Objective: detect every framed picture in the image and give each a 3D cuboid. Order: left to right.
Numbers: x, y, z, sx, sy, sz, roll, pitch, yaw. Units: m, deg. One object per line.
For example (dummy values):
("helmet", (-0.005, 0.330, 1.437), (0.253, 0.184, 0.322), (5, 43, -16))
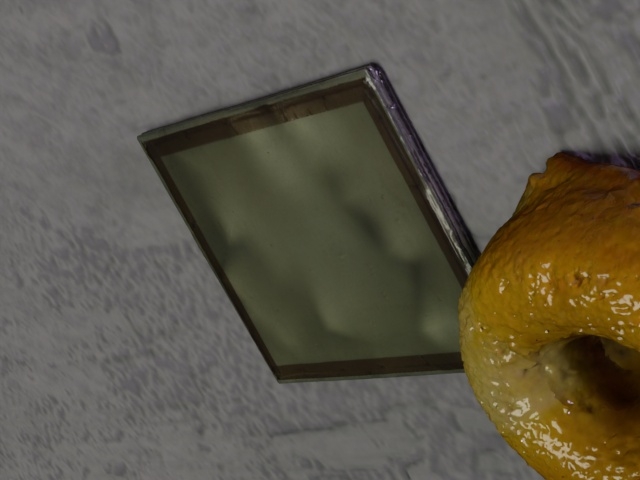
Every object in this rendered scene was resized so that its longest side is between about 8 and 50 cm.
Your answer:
("framed picture", (0.000, 0.000, 1.040), (0.231, 0.010, 0.173), (-8, 115, 55))

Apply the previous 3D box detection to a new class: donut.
("donut", (0.137, 0.054, 0.851), (0.190, 0.074, 0.174), (26, 139, 37))
